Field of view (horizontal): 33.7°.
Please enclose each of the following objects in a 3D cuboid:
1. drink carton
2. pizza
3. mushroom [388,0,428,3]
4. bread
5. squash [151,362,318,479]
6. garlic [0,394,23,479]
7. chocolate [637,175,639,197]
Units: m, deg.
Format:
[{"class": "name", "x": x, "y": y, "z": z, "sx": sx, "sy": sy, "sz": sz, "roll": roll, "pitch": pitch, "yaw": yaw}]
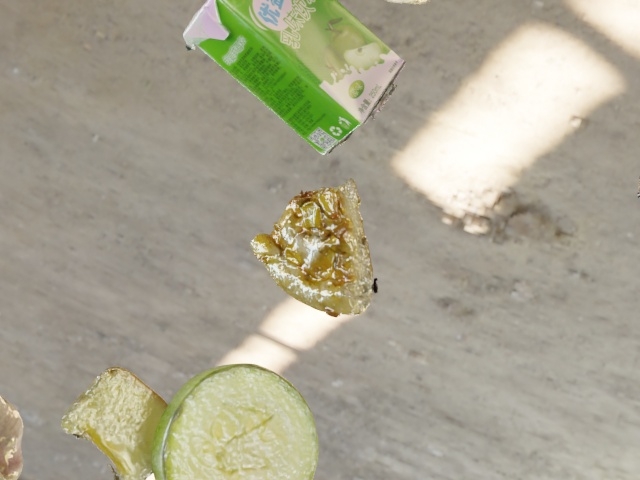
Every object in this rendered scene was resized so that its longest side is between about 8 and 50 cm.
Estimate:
[{"class": "drink carton", "x": -0.033, "y": -0.256, "z": 1.442, "sx": 0.271, "sy": 0.161, "sz": 0.108, "roll": 40, "pitch": 141, "yaw": -9}, {"class": "pizza", "x": 0.000, "y": 0.000, "z": 1.166, "sx": 0.062, "sy": 0.161, "sz": 0.182, "roll": 3, "pitch": -147, "yaw": -42}, {"class": "mushroom", "x": 0.091, "y": -0.529, "z": 1.628, "sx": 0.313, "sy": 0.224, "sz": 0.397, "roll": 47, "pitch": -156, "yaw": 20}, {"class": "bread", "x": -0.304, "y": 0.286, "z": 1.615, "sx": 0.160, "sy": 0.140, "sz": 0.169, "roll": 42, "pitch": 162, "yaw": -3}, {"class": "squash", "x": -0.122, "y": 0.312, "z": 1.576, "sx": 0.252, "sy": 0.252, "sz": 0.049, "roll": 32, "pitch": 161, "yaw": -19}, {"class": "garlic", "x": -0.538, "y": 0.342, "z": 1.586, "sx": 0.253, "sy": 0.245, "sz": 0.245, "roll": 22, "pitch": 162, "yaw": 43}, {"class": "chocolate", "x": 0.620, "y": -0.087, "z": 1.845, "sx": 0.133, "sy": 0.156, "sz": 0.156, "roll": 32, "pitch": 161, "yaw": 22}]
